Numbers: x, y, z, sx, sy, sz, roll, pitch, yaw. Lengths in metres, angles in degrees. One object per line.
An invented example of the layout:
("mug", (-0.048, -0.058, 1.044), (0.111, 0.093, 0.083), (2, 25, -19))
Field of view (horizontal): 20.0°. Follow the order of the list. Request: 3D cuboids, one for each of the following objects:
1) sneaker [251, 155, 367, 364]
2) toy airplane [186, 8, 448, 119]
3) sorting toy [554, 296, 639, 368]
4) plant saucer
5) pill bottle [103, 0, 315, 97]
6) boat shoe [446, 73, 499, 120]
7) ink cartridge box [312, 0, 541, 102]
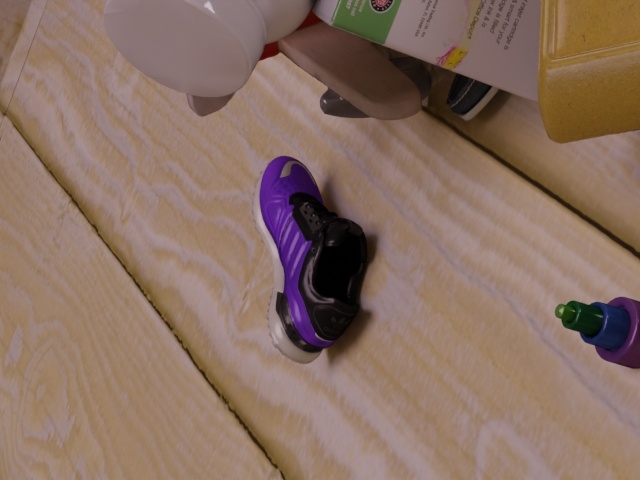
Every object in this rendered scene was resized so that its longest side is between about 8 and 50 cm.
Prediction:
("sneaker", (0.001, 0.000, 2.303), (0.146, 0.102, 0.293), (-40, 47, 40))
("toy airplane", (-0.008, -0.274, 2.273), (0.384, 0.272, 0.386), (-6, 52, 27))
("sorting toy", (0.339, 0.051, 1.618), (0.365, 0.126, 0.127), (-19, 60, 56))
("plant saucer", (0.321, -0.278, 1.681), (0.333, 0.081, 0.332), (-8, 75, 45))
("pill bottle", (-0.081, -0.369, 2.032), (0.229, 0.229, 0.407), (-26, 34, 55))
("boat shoe", (0.200, -0.259, 2.075), (0.254, 0.079, 0.095), (-61, 21, 22))
("ink cartridge box", (0.160, -0.284, 1.950), (0.117, 0.278, 0.201), (-128, 58, -72))
